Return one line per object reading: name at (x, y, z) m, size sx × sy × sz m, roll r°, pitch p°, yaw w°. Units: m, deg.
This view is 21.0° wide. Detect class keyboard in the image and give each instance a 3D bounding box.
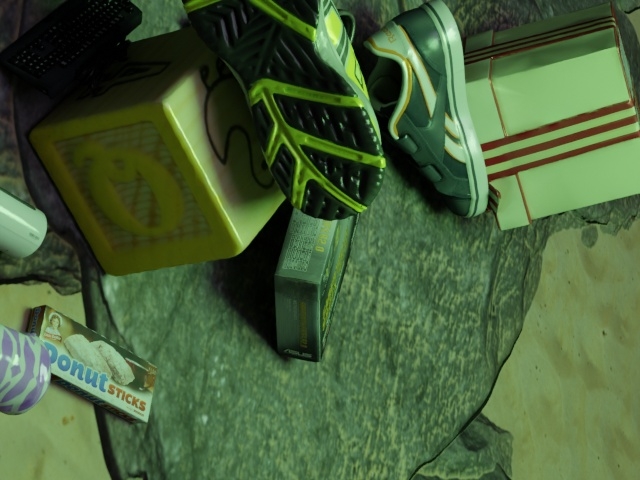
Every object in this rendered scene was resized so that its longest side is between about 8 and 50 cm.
keyboard at (-0.244, -0.215, 1.802) m, size 0.100 × 0.038 × 0.192 m, roll 32°, pitch 43°, yaw 5°

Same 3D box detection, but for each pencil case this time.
pencil case at (-0.341, 0.097, 1.596) m, size 0.206 × 0.086 × 0.088 m, roll 34°, pitch 32°, yaw -48°

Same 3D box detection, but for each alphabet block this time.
alphabet block at (-0.150, -0.100, 1.818) m, size 0.192 × 0.193 × 0.197 m, roll 61°, pitch 39°, yaw -22°

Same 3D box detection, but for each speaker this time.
speaker at (-0.329, -0.032, 1.665) m, size 0.136 × 0.055 × 0.055 m, roll 35°, pitch 55°, yaw -45°

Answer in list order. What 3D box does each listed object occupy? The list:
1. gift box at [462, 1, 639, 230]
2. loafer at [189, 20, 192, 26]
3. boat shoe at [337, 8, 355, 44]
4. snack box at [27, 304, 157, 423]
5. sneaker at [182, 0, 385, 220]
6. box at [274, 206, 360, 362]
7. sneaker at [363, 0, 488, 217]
gift box at (0.309, -0.177, 2.409) m, size 0.276 × 0.258 × 0.255 m, roll -64°, pitch 138°, yaw -68°
loafer at (-0.110, -0.245, 2.043) m, size 0.125 × 0.045 × 0.039 m, roll -15°, pitch 105°, yaw -59°
boat shoe at (-0.040, -0.155, 2.058) m, size 0.112 × 0.095 × 0.335 m, roll 59°, pitch 38°, yaw -47°
snack box at (-0.236, 0.129, 1.784) m, size 0.178 × 0.022 × 0.064 m, roll 36°, pitch 55°, yaw -46°
sneaker at (-0.045, -0.205, 1.741) m, size 0.147 × 0.145 × 0.385 m, roll -64°, pitch 137°, yaw -83°
box at (0.000, 0.000, 2.049) m, size 0.183 × 0.056 × 0.231 m, roll 91°, pitch 12°, yaw -56°
sneaker at (0.134, -0.159, 2.308) m, size 0.127 × 0.126 × 0.321 m, roll -22°, pitch 121°, yaw -12°
